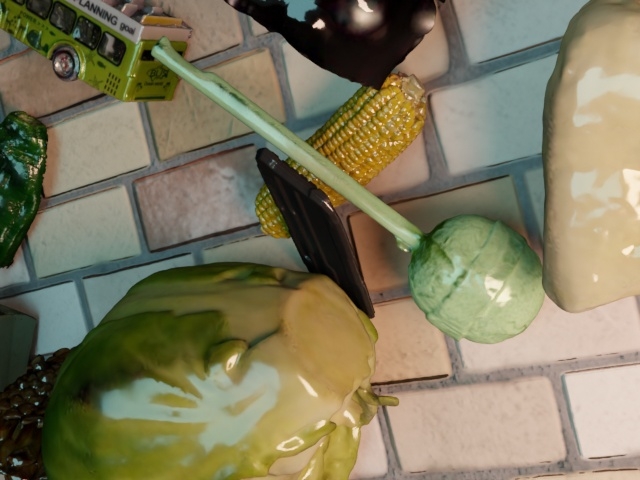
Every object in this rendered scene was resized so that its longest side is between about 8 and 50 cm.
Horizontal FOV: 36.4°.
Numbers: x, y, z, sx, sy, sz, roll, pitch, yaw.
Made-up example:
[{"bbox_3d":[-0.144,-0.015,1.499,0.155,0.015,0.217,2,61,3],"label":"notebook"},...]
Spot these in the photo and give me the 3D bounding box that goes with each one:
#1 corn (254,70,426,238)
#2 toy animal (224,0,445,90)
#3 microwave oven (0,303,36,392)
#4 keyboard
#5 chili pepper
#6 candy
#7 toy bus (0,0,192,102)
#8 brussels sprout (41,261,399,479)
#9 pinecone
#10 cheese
[{"bbox_3d":[0.020,-0.084,0.993,0.238,0.080,0.080,-42,77,31],"label":"corn"},{"bbox_3d":[0.054,-0.283,0.875,0.212,0.212,0.267,47,106,16],"label":"toy animal"},{"bbox_3d":[-0.626,0.149,1.263,0.394,0.333,0.247,15,100,28],"label":"microwave oven"},{"bbox_3d":[0.000,0.000,0.935,0.106,0.262,0.016,38,76,25],"label":"keyboard"},{"bbox_3d":[-0.408,-0.056,1.255,0.098,0.061,0.224,33,111,14],"label":"chili pepper"},{"bbox_3d":[0.019,-0.052,0.917,0.440,0.119,0.119,35,115,1],"label":"candy"},{"bbox_3d":[-0.291,-0.274,1.128,0.302,0.113,0.139,33,112,19],"label":"toy bus"},{"bbox_3d":[-0.118,0.179,0.999,0.315,0.276,0.371,46,117,12],"label":"brussels sprout"},{"bbox_3d":[-0.319,0.225,1.182,0.150,0.179,0.195,37,131,10],"label":"pinecone"},{"bbox_3d":[0.293,-0.083,0.779,0.251,0.173,0.248,-7,103,32],"label":"cheese"}]
